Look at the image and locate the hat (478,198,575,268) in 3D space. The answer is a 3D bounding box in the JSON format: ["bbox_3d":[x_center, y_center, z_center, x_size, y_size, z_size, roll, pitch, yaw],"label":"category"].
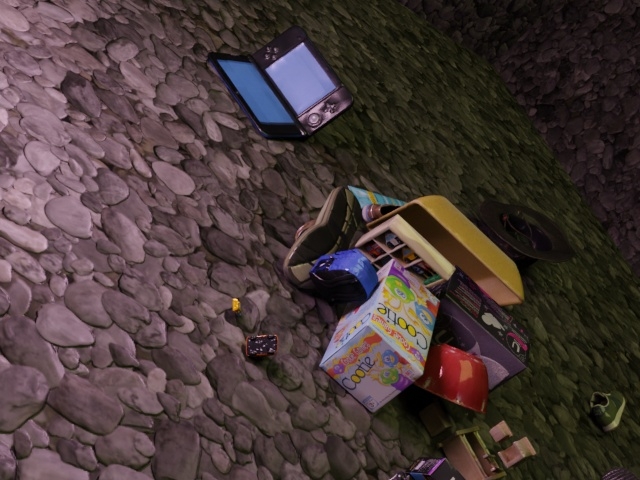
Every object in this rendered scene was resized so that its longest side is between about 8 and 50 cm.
[{"bbox_3d":[0.620,0.011,2.519,0.331,0.134,0.331,18,30,-11],"label":"hat"}]

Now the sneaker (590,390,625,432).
[{"bbox_3d":[0.795,0.450,2.248,0.086,0.064,0.192,52,31,0],"label":"sneaker"}]

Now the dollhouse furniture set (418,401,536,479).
[{"bbox_3d":[0.318,0.375,1.586,0.101,0.161,0.182,6,48,-51],"label":"dollhouse furniture set"}]

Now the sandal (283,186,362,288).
[{"bbox_3d":[0.001,0.000,1.721,0.120,0.086,0.303,58,39,-21],"label":"sandal"}]

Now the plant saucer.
[{"bbox_3d":[0.299,0.023,1.891,0.333,0.332,0.081,43,72,-7],"label":"plant saucer"}]

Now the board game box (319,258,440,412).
[{"bbox_3d":[0.125,0.182,1.596,0.142,0.144,0.275,43,28,-6],"label":"board game box"}]

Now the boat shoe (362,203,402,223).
[{"bbox_3d":[0.193,-0.058,2.067,0.183,0.066,0.066,4,84,-39],"label":"boat shoe"}]

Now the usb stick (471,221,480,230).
[{"bbox_3d":[0.393,-0.022,2.343,0.278,0.045,0.077,0,51,-55],"label":"usb stick"}]

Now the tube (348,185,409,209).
[{"bbox_3d":[0.161,-0.093,2.123,0.207,0.052,0.080,13,35,-38],"label":"tube"}]

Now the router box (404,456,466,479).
[{"bbox_3d":[0.241,0.458,1.411,0.046,0.133,0.179,-43,88,-19],"label":"router box"}]

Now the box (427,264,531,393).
[{"bbox_3d":[0.325,0.211,1.813,0.247,0.163,0.142,43,31,-5],"label":"box"}]

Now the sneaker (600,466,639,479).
[{"bbox_3d":[0.746,0.685,1.842,0.146,0.122,0.331,44,20,-45],"label":"sneaker"}]

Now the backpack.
[{"bbox_3d":[0.054,0.065,1.605,0.098,0.120,0.101,52,55,-26],"label":"backpack"}]

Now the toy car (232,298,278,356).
[{"bbox_3d":[-0.109,0.153,1.410,0.040,0.060,0.122,62,7,-64],"label":"toy car"}]

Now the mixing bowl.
[{"bbox_3d":[0.269,0.269,1.635,0.181,0.098,0.181,23,-3,1],"label":"mixing bowl"}]

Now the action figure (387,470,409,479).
[{"bbox_3d":[0.181,0.504,1.258,0.164,0.141,0.276,23,20,-40],"label":"action figure"}]

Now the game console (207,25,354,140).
[{"bbox_3d":[-0.098,-0.414,2.064,0.293,0.250,0.173,55,2,17],"label":"game console"}]

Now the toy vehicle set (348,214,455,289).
[{"bbox_3d":[0.159,0.046,1.730,0.166,0.267,0.035,42,66,-5],"label":"toy vehicle set"}]
